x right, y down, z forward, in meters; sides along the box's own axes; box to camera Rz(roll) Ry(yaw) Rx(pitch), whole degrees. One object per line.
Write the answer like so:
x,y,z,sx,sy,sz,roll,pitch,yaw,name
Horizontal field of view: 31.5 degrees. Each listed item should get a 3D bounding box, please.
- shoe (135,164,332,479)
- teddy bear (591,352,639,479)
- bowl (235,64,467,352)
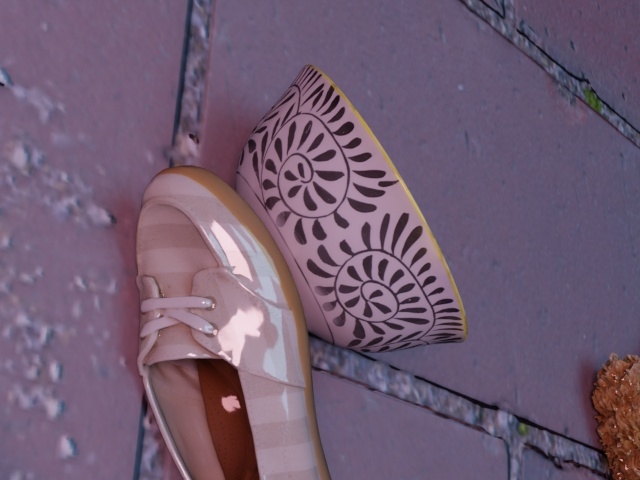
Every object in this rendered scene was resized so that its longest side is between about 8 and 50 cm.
-0.044,0.071,0.549,0.058,0.076,0.219,-26,100,-56,shoe
0.321,0.182,0.932,0.338,0.113,0.245,-28,98,-51,teddy bear
0.000,0.000,0.603,0.170,0.080,0.170,59,-5,9,bowl
